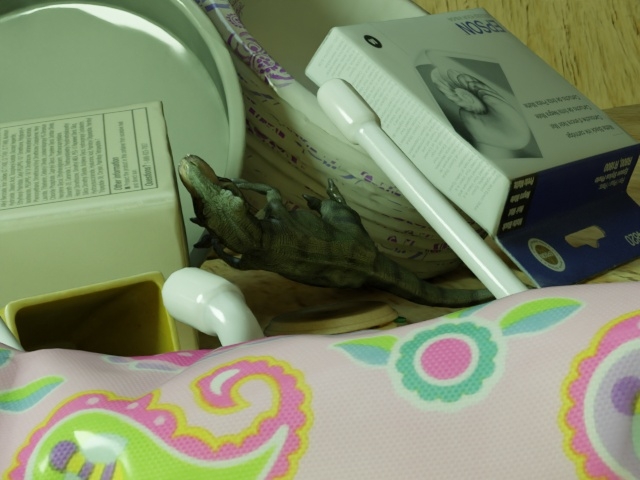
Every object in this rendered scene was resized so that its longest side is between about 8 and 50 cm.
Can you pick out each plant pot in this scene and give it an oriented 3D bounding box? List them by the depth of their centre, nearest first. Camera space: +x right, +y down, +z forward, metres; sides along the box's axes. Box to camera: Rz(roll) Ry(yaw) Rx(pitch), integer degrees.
[{"bbox_3d":[-0.117,0.066,0.919,0.081,0.082,0.083,-12,-3,-31],"label":"plant pot"}]

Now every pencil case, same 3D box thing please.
[{"bbox_3d":[0.032,0.074,0.488,0.284,0.124,0.124,-7,6,15],"label":"pencil case"}]

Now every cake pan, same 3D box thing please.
[{"bbox_3d":[-0.184,-0.049,1.270,0.293,0.293,0.054,-7,-20,11],"label":"cake pan"}]

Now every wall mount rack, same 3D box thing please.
[{"bbox_3d":[0.004,0.022,0.739,0.350,0.130,0.304,-21,10,-25],"label":"wall mount rack"}]

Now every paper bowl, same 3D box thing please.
[{"bbox_3d":[0.003,-0.081,1.417,0.284,0.148,0.284,26,28,-15],"label":"paper bowl"}]

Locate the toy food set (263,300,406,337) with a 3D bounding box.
[{"bbox_3d":[0.008,0.051,1.154,0.083,0.020,0.082,-7,6,11],"label":"toy food set"}]

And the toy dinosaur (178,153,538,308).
[{"bbox_3d":[0.000,0.000,1.161,0.268,0.064,0.118,15,8,-39],"label":"toy dinosaur"}]

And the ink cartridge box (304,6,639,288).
[{"bbox_3d":[0.130,-0.070,1.331,0.223,0.224,0.045,-18,-33,-57],"label":"ink cartridge box"}]

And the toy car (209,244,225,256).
[{"bbox_3d":[-0.109,-0.044,1.708,0.188,0.149,0.155,-18,14,14],"label":"toy car"}]

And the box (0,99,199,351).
[{"bbox_3d":[-0.229,0.021,1.097,0.311,0.121,0.148,-8,27,-3],"label":"box"}]
